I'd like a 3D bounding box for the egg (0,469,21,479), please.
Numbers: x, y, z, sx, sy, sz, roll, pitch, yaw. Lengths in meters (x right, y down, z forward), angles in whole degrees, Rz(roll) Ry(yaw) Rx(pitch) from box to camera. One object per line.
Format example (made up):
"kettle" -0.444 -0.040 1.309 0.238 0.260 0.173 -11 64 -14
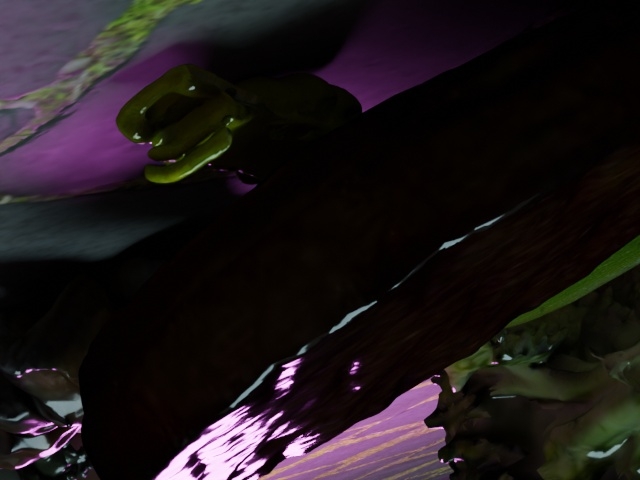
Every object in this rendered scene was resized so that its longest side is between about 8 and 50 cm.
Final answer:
"egg" -0.302 0.195 1.340 0.168 0.168 0.231 -28 166 40

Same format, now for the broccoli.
"broccoli" 0.284 0.160 1.839 0.348 0.293 0.281 -19 166 -8

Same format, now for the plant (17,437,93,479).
"plant" -0.242 0.161 1.483 0.143 0.094 0.092 -12 163 -9

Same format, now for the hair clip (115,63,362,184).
"hair clip" -0.033 -0.049 0.912 0.072 0.046 0.173 -32 169 23

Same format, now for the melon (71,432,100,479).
"melon" -0.266 0.282 1.687 0.317 0.223 0.223 -17 169 -11

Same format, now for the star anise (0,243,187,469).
"star anise" -0.131 0.082 1.248 0.292 0.109 0.349 -4 163 -38

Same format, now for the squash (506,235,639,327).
"squash" 0.173 -0.023 1.259 0.101 0.101 0.378 -10 162 -39

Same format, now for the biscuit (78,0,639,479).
"biscuit" 0.051 0.004 1.021 0.407 0.091 0.407 -33 169 -7
